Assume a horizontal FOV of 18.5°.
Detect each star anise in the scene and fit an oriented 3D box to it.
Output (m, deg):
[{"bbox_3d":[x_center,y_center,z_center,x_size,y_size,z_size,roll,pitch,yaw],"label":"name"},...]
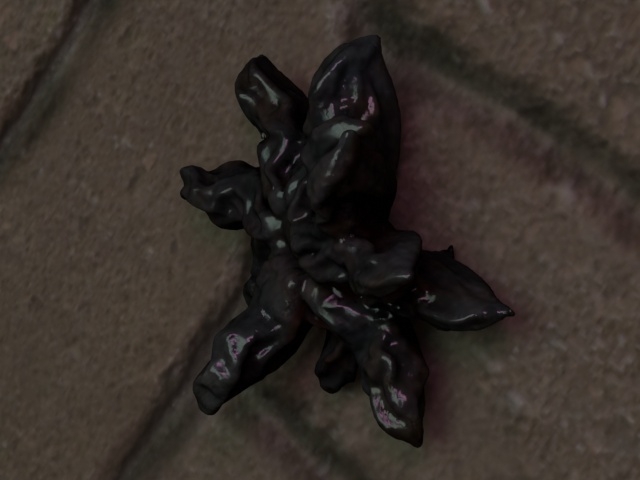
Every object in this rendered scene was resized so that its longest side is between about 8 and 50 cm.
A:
[{"bbox_3d":[0.002,-0.004,1.231,0.212,0.129,0.283,-36,59,43],"label":"star anise"}]
